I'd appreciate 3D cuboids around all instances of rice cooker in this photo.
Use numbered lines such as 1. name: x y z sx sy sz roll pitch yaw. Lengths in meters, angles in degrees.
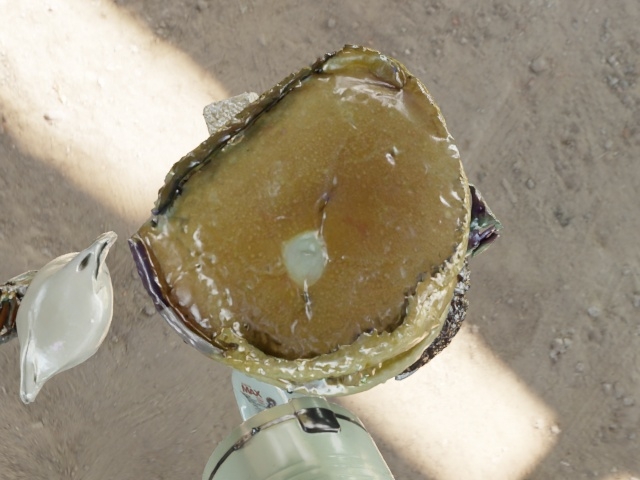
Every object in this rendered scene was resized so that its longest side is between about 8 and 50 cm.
1. rice cooker: -0.012 0.310 0.851 0.226 0.226 0.244 -10 33 -21

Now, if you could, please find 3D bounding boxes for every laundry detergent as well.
1. laundry detergent: -0.104 0.328 1.669 0.125 0.264 0.397 -45 132 -34

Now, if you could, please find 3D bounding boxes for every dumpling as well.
1. dumpling: -0.521 0.146 1.543 0.181 0.260 0.341 2 92 -26

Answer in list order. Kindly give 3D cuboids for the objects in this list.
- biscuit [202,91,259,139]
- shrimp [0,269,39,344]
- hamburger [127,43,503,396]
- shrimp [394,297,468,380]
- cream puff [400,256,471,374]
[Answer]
1. biscuit: -0.166 -0.140 1.857 0.144 0.078 0.426 -12 98 20
2. shrimp: -0.715 0.159 1.588 0.372 0.172 0.137 -20 108 -53
3. hamburger: 0.000 0.000 0.704 0.318 0.195 0.277 -36 77 -9
4. shrimp: 0.272 0.264 1.927 0.062 0.317 0.164 40 27 6
5. cream puff: 0.067 0.049 0.930 0.239 0.165 0.239 1 66 -1
